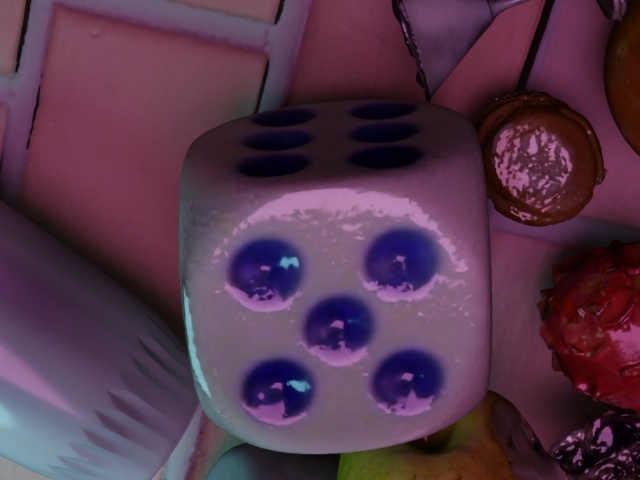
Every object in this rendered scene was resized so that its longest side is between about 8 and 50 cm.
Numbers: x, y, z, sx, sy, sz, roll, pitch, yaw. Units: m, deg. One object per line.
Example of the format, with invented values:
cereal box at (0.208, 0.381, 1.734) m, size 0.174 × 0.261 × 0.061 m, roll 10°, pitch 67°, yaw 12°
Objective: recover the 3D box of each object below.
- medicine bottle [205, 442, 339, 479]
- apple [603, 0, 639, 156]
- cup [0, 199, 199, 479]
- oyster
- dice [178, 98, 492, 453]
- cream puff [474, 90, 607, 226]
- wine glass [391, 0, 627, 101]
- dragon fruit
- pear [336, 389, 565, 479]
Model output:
medicine bottle at (0.003, 0.402, 1.557) m, size 0.306 × 0.245 × 0.245 m, roll 17°, pitch 112°, yaw -18°
apple at (0.424, -0.188, 1.349) m, size 0.237 × 0.207 × 0.237 m, roll 3°, pitch 132°, yaw 3°
cup at (-0.337, 0.128, 1.425) m, size 0.371 × 0.253 × 0.253 m, roll 36°, pitch 108°, yaw -17°
oyster at (0.426, 0.284, 1.551) m, size 0.271 × 0.100 × 0.275 m, roll -24°, pitch 148°, yaw 24°
dice at (0.022, 0.031, 1.303) m, size 0.304 × 0.277 × 0.304 m, roll -3°, pitch 114°, yaw 4°
cream puff at (0.242, -0.094, 1.417) m, size 0.150 × 0.115 × 0.165 m, roll -17°, pitch 104°, yaw -2°
wine glass at (0.200, -0.256, 1.329) m, size 0.232 × 0.156 × 0.156 m, roll -18°, pitch 113°, yaw 4°
dragon fruit at (0.385, 0.110, 1.471) m, size 0.268 × 0.210 × 0.205 m, roll 15°, pitch 152°, yaw -41°
pear at (0.141, 0.295, 1.390) m, size 0.271 × 0.271 × 0.271 m, roll -1°, pitch 114°, yaw -1°
